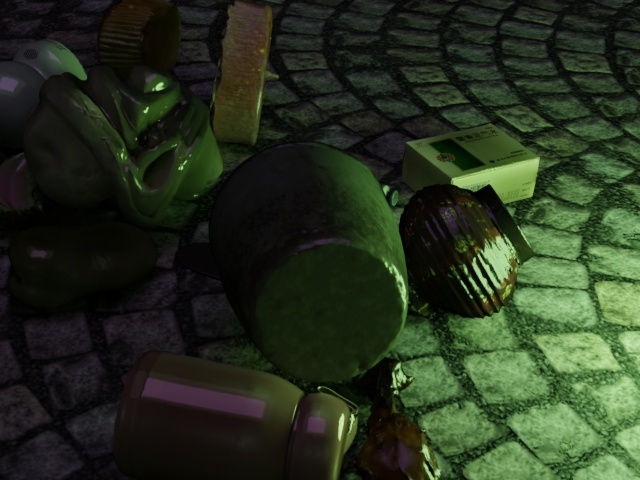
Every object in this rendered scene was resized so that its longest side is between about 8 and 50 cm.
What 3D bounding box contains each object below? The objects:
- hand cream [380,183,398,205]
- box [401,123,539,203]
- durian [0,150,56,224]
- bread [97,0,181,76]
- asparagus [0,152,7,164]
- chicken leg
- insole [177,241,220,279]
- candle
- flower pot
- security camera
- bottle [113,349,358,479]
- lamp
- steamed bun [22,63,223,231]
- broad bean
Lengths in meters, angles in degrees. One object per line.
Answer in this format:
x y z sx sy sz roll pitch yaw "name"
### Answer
0.056 -0.102 2.043 0.195 0.042 0.067 14 37 22 "hand cream"
0.292 -0.140 2.076 0.212 0.095 0.168 -15 36 -26 "box"
-0.533 -0.083 1.916 0.137 0.095 0.220 -12 31 5 "durian"
-0.414 -0.457 2.402 0.133 0.179 0.250 7 34 12 "bread"
-0.622 -0.148 2.046 0.041 0.045 0.178 1 30 -30 "asparagus"
0.094 0.259 1.482 0.113 0.093 0.304 -10 30 1 "chicken leg"
-0.094 0.052 1.831 0.328 0.007 0.111 14 37 15 "insole"
-0.150 -0.364 2.204 0.132 0.287 0.317 7 31 -4 "candle"
-0.007 0.035 1.551 0.294 0.293 0.330 -3 21 -9 "flower pot"
-0.603 -0.281 2.120 0.195 0.194 0.236 23 41 26 "security camera"
-0.104 0.244 1.406 0.297 0.173 0.206 8 21 8 "bottle"
0.219 0.021 1.724 0.247 0.247 0.247 2 34 -2 "lamp"
-0.339 -0.195 1.907 0.352 0.247 0.339 32 32 -8 "steamed bun"
-0.398 0.034 1.756 0.263 0.121 0.189 -6 27 -40 "broad bean"
